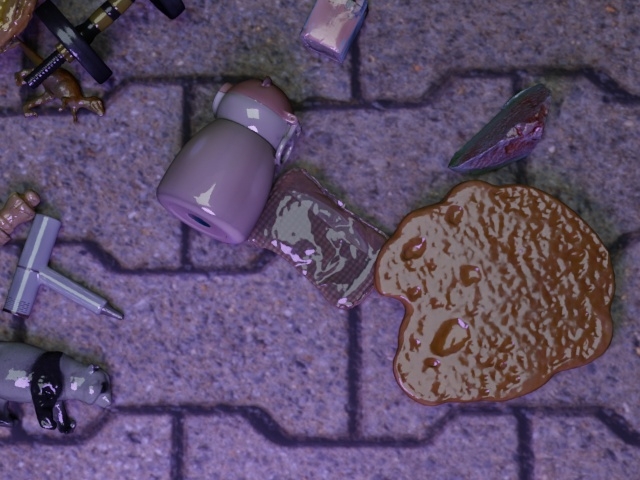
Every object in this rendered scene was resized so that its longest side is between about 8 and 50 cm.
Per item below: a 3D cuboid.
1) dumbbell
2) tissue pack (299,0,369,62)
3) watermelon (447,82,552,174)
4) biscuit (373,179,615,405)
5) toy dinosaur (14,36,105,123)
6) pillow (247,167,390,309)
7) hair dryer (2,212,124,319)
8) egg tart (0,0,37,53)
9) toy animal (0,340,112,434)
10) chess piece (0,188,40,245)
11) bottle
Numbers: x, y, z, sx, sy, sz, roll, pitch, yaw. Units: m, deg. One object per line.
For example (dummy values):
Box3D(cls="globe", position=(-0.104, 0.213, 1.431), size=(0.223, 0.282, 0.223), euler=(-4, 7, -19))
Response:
Box3D(cls="dumbbell", position=(-0.309, -0.338, 1.599), size=(0.325, 0.143, 0.143), euler=(-43, 81, -3))
Box3D(cls="tissue pack", position=(0.020, -0.322, 1.614), size=(0.074, 0.059, 0.094), euler=(25, 85, 5))
Box3D(cls="watermelon", position=(0.267, -0.149, 1.561), size=(0.180, 0.094, 0.081), euler=(-43, 84, 13))
Box3D(cls="biscuit", position=(0.237, 0.073, 1.539), size=(0.351, 0.057, 0.312), euler=(-29, 83, -4))
Box3D(cls="toy dinosaur", position=(-0.400, -0.252, 1.653), size=(0.126, 0.039, 0.162), euler=(-9, 76, -7))
Box3D(cls="pillow", position=(0.002, -0.002, 1.585), size=(0.211, 0.034, 0.135), euler=(37, 85, 7))
Box3D(cls="hair dryer", position=(-0.359, 0.058, 1.606), size=(0.183, 0.044, 0.154), euler=(16, 85, 2))
Box3D(cls="egg tart", position=(-0.555, -0.388, 1.640), size=(0.315, 0.120, 0.314), euler=(-1, 80, 5))
Box3D(cls="toy animal", position=(-0.412, 0.211, 1.563), size=(0.225, 0.094, 0.121), euler=(8, 74, 7))
Box3D(cls="chess piece", position=(-0.486, -0.013, 1.615), size=(0.172, 0.060, 0.060), euler=(-42, 81, -4))
Box3D(cls="bottle", position=(-0.120, -0.127, 1.561), size=(0.148, 0.147, 0.236), euler=(26, 77, 7))
